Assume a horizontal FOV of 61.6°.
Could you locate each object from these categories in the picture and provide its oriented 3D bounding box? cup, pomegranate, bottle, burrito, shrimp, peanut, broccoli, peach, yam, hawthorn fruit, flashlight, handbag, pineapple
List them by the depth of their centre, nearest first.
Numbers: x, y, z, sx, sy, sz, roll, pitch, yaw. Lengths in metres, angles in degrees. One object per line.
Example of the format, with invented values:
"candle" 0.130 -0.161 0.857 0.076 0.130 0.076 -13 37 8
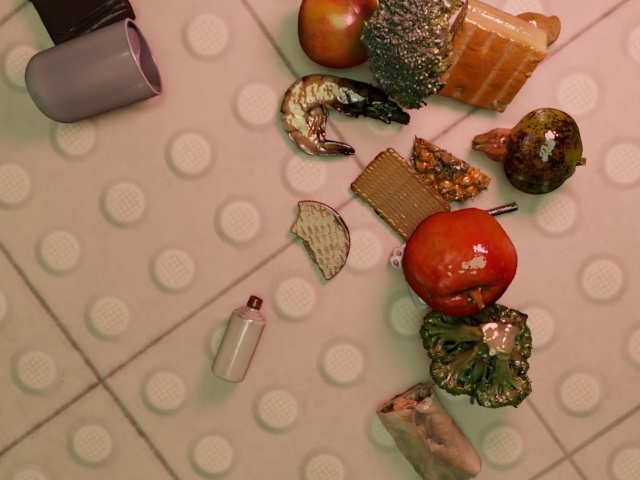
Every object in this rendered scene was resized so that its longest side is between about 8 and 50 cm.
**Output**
"broccoli" 0.251 -0.573 1.327 0.274 0.353 0.397 26 83 -13
"hawthorn fruit" 0.362 0.073 1.376 0.286 0.330 0.287 -3 121 -4
"peach" 0.049 -0.574 1.425 0.230 0.231 0.231 0 94 1
"broccoli" 0.432 0.297 1.444 0.321 0.283 0.304 -4 69 -3
"cup" -0.611 -0.448 1.447 0.312 0.205 0.206 -18 93 2
"pomegranate" 0.568 -0.242 1.472 0.204 0.276 0.222 34 70 -39
"peanut" 0.532 -0.563 1.479 0.263 0.101 0.117 -17 119 -1
"pineapple" 0.347 -0.173 1.479 0.249 0.164 0.140 30 102 -6
"handbag" -0.666 -0.659 1.501 0.246 0.080 0.223 -30 86 5
"shrimp" 0.066 -0.339 1.517 0.364 0.071 0.233 14 99 -1
"bottle" -0.225 0.276 1.538 0.104 0.104 0.245 21 93 -1
"burrito" 0.329 0.583 1.540 0.190 0.135 0.332 -34 96 -4
"yam" 0.500 -0.084 1.547 0.129 0.033 0.027 -12 120 6
"flashlight" 0.269 0.106 1.549 0.093 0.047 0.201 -25 92 -1

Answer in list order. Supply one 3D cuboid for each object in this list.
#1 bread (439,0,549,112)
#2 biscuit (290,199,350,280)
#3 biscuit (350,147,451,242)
"bread" 0.433 -0.470 1.417 0.239 0.246 0.111 20 56 -6
"biscuit" 0.000 0.000 1.554 0.176 0.031 0.229 3 95 1
"biscuit" 0.224 -0.125 1.515 0.254 0.029 0.172 44 121 -3
